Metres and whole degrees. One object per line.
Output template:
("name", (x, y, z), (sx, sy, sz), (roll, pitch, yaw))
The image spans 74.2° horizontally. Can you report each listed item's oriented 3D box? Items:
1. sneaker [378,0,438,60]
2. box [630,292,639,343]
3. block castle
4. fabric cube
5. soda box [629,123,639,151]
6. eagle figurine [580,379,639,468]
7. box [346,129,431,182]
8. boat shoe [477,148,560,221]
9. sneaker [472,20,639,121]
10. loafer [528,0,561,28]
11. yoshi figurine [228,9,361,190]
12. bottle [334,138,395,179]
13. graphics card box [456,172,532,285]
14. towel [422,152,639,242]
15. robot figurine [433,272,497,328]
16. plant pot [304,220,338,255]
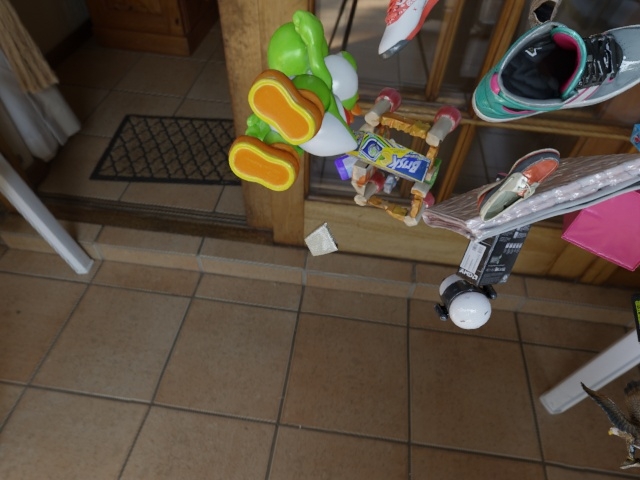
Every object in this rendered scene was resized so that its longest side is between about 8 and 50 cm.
("sneaker", (0.176, -0.536, 0.915), (0.270, 0.145, 0.090), (-53, 25, -2))
("box", (1.090, 0.297, 1.389), (0.191, 0.045, 0.184), (38, 53, -23))
("block castle", (0.300, -0.301, 1.546), (0.303, 0.453, 0.212), (24, 52, 18))
("fabric cube", (1.037, -0.104, 1.475), (0.254, 0.259, 0.258), (30, 38, 15))
("soda box", (1.169, -0.362, 1.410), (0.210, 0.067, 0.071), (-9, 45, 9))
("eagle figurine", (1.070, 0.626, 1.471), (0.227, 0.225, 0.298), (22, 56, -32))
("box", (0.142, -0.172, 0.871), (0.169, 0.054, 0.059), (16, 7, -25))
("boat shoe", (0.280, -0.076, 0.604), (0.049, 0.137, 0.043), (28, 49, -16))
("sneaker", (0.389, -0.269, 0.640), (0.296, 0.123, 0.178), (-16, 3, 16))
("loafer", (0.375, -0.387, 0.711), (0.045, 0.125, 0.039), (26, 91, 10))
("yoshi figurine", (-0.047, -0.251, 0.688), (0.204, 0.202, 0.362), (-4, 35, 22))
("bottle", (0.208, -0.373, 1.920), (0.283, 0.118, 0.092), (-23, 71, 4))
("graphics card box", (0.611, -0.031, 1.422), (0.233, 0.370, 0.094), (0, 22, -44))
("towel", (0.388, -0.086, 0.812), (0.332, 0.053, 0.317), (-19, 8, 4))
("robot figurine", (0.599, 0.248, 1.767), (0.174, 0.209, 0.278), (20, 22, -10))
("plant pot", (0.000, 0.000, 1.605), (0.096, 0.108, 0.109), (-27, 7, 8))
